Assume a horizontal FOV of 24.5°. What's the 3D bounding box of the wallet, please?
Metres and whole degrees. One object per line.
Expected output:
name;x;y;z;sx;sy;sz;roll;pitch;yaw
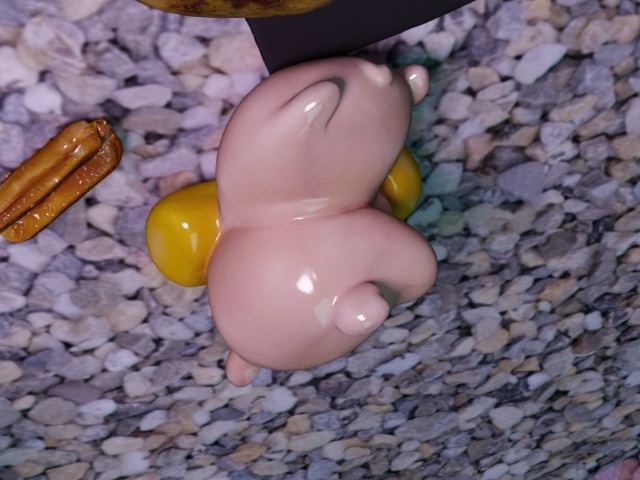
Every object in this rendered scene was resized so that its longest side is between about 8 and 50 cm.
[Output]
wallet;0.055;-0.222;1.331;0.244;0.025;0.124;-23;149;1

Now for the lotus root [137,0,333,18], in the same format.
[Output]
lotus root;-0.059;-0.247;1.085;0.314;0.141;0.169;1;125;-14

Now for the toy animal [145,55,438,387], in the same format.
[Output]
toy animal;0.019;-0.003;1.421;0.277;0.247;0.345;-1;147;-38

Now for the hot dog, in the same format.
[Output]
hot dog;-0.251;-0.056;1.372;0.165;0.045;0.071;-38;144;23
